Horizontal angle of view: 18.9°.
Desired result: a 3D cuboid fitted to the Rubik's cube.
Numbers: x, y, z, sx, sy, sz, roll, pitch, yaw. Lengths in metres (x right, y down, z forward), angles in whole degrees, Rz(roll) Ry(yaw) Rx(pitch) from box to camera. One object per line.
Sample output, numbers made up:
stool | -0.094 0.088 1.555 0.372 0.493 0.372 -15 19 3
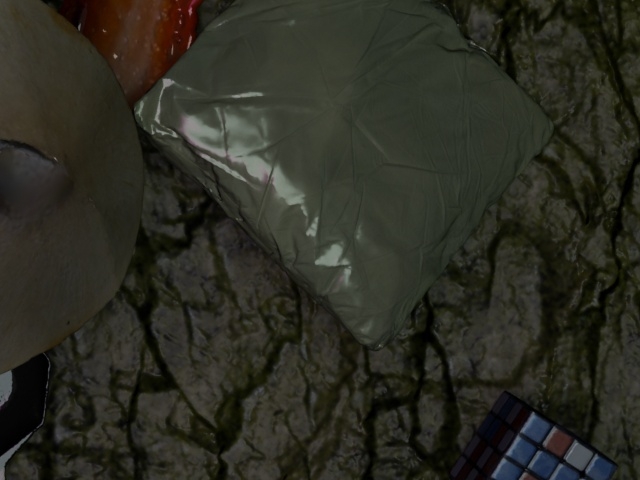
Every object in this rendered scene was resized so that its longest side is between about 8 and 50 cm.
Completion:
Rubik's cube | 0.177 0.194 1.611 0.092 0.092 0.092 34 90 -11

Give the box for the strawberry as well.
strawberry | -0.151 -0.174 1.530 0.121 0.082 0.188 24 82 -31

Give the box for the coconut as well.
coconut | -0.284 -0.045 1.383 0.323 0.323 0.323 -1 96 -10

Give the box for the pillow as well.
pillow | 0.029 -0.098 1.534 0.281 0.076 0.274 46 66 -11

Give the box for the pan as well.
pan | -0.288 0.150 1.548 0.128 0.048 0.202 8 93 -9
